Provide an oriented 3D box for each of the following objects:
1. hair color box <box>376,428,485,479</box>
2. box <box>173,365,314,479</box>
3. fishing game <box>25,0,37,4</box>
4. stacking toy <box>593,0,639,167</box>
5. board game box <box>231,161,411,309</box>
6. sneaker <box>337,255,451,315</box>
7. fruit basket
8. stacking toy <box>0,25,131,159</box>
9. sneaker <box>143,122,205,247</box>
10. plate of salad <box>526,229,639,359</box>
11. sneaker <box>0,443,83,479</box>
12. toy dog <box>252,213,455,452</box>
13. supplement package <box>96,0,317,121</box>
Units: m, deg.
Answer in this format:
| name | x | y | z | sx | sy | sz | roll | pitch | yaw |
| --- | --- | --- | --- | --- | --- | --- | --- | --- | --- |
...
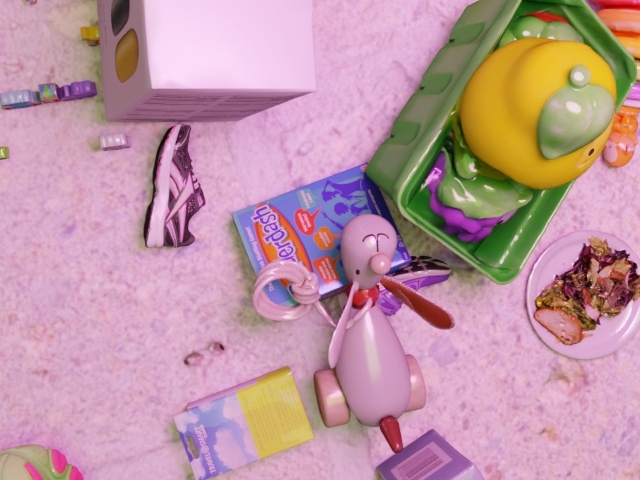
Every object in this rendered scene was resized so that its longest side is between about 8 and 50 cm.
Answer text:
| name | x | y | z | sx | sy | sz | roll | pitch | yaw |
| --- | --- | --- | --- | --- | --- | --- | --- | --- | --- |
| hair color box | 0.238 | 0.471 | 1.112 | 0.114 | 0.185 | 0.374 | -32 | 96 | -7 |
| box | -0.109 | 0.263 | 1.127 | 0.178 | 0.042 | 0.109 | -20 | 94 | -7 |
| fishing game | -0.385 | -0.465 | 1.066 | 0.189 | 0.041 | 0.264 | 30 | 88 | -5 |
| stacking toy | 0.462 | -0.256 | 1.154 | 0.166 | 0.175 | 0.301 | 5 | 105 | -11 |
| board game box | 0.000 | 0.000 | 1.108 | 0.210 | 0.047 | 0.160 | -22 | 75 | -7 |
| sneaker | 0.111 | 0.073 | 1.152 | 0.170 | 0.068 | 0.071 | -19 | 110 | 1 |
| fruit basket | 0.261 | -0.143 | 0.983 | 0.283 | 0.392 | 0.392 | 33 | 87 | -32 |
| stacking toy | -0.374 | -0.200 | 1.073 | 0.221 | 0.052 | 0.166 | -8 | 91 | -6 |
| sneaker | -0.197 | -0.074 | 1.099 | 0.077 | 0.072 | 0.178 | 9 | 99 | -20 |
| plate of salad | 0.412 | 0.084 | 1.193 | 0.200 | 0.048 | 0.199 | 0 | 91 | -8 |
| sneaker | -0.364 | 0.511 | 1.056 | 0.202 | 0.185 | 0.482 | -20 | 91 | 11 |
| toy dog | 0.071 | 0.148 | 1.034 | 0.220 | 0.161 | 0.333 | -29 | 126 | -2 |
| supplement package | -0.152 | -0.262 | 0.970 | 0.198 | 0.263 | 0.199 | -5 | 92 | -26 |
